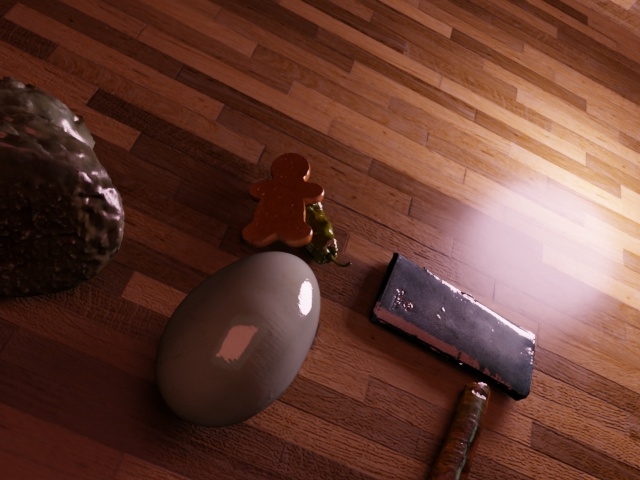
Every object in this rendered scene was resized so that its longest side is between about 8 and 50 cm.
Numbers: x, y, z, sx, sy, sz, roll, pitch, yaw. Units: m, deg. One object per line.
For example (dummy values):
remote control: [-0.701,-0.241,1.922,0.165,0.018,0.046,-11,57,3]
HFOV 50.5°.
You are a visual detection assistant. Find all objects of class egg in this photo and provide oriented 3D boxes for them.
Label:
egg: [-0.128,0.157,1.160,0.230,0.230,0.371,39,45,2]

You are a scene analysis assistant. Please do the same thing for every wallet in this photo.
wallet: [0.295,0.184,1.462,0.379,0.046,0.191,29,50,-4]

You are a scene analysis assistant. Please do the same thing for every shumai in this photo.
shumai: [-0.527,-0.114,1.129,0.397,0.324,0.323,12,40,-24]

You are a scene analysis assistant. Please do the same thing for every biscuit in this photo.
biscuit: [-0.075,-0.086,1.443,0.165,0.036,0.250,1,54,7]

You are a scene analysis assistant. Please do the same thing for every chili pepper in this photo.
chili pepper: [-0.002,-0.001,1.428,0.072,0.073,0.204,-12,52,-12]

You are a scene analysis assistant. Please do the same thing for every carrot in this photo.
carrot: [0.270,0.383,1.308,0.070,0.070,0.260,34,50,-2]
